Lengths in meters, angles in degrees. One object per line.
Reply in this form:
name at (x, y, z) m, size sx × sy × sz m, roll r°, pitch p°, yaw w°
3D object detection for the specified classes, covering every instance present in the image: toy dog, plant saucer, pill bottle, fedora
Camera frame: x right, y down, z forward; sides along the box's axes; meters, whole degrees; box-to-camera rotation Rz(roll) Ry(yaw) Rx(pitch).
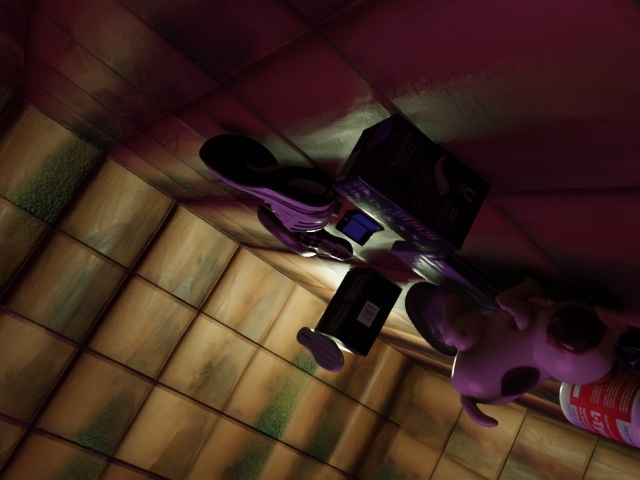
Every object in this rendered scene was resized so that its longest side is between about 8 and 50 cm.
toy dog at (0.544, 0.275, 1.413) m, size 0.407 × 0.395 × 0.285 m, roll -22°, pitch 116°, yaw 42°
plant saucer at (-0.147, -0.031, 2.208) m, size 0.310 × 0.050 × 0.310 m, roll 39°, pitch -175°, yaw -4°
pill bottle at (0.986, 0.526, 1.689) m, size 0.229 × 0.229 × 0.407 m, roll 34°, pitch 166°, yaw -17°
fedora at (0.411, 0.230, 1.702) m, size 0.275 × 0.243 × 0.124 m, roll 51°, pitch 134°, yaw 3°

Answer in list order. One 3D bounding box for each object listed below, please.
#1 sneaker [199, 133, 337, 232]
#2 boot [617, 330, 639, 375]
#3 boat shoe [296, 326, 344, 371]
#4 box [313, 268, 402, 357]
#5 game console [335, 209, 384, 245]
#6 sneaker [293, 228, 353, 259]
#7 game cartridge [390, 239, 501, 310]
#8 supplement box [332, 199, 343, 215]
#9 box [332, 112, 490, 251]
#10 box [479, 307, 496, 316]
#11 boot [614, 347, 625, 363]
sneaker at (-0.171, -0.145, 1.676) m, size 0.447 × 0.169 × 0.258 m, roll 25°, pitch 150°, yaw 10°
boot at (0.915, 0.336, 1.416) m, size 0.246 × 0.094 × 0.207 m, roll 27°, pitch 172°, yaw 39°
boat shoe at (0.022, 0.479, 2.380) m, size 0.119 × 0.121 × 0.335 m, roll 32°, pitch 180°, yaw -35°
box at (0.163, 0.316, 2.424) m, size 0.178 × 0.343 × 0.312 m, roll 34°, pitch 168°, yaw -13°
game console at (0.128, -0.039, 1.771) m, size 0.122 × 0.107 × 0.071 m, roll 34°, pitch -165°, yaw -17°
sneaker at (0.000, 0.000, 2.131) m, size 0.279 × 0.107 × 0.118 m, roll 32°, pitch 176°, yaw 1°
game cartridge at (0.414, 0.108, 1.734) m, size 0.355 × 0.068 × 0.230 m, roll 36°, pitch 170°, yaw -25°
supplement box at (0.023, -0.118, 1.751) m, size 0.083 × 0.043 × 0.055 m, roll 37°, pitch 165°, yaw -29°
box at (0.190, -0.112, 1.139) m, size 0.270 × 0.165 × 0.143 m, roll 34°, pitch 166°, yaw -16°
box at (0.562, 0.249, 1.840) m, size 0.145 × 0.038 × 0.186 m, roll 12°, pitch 175°, yaw -42°
boot at (0.893, 0.357, 1.666) m, size 0.099 × 0.045 × 0.121 m, roll 12°, pitch 158°, yaw 44°
